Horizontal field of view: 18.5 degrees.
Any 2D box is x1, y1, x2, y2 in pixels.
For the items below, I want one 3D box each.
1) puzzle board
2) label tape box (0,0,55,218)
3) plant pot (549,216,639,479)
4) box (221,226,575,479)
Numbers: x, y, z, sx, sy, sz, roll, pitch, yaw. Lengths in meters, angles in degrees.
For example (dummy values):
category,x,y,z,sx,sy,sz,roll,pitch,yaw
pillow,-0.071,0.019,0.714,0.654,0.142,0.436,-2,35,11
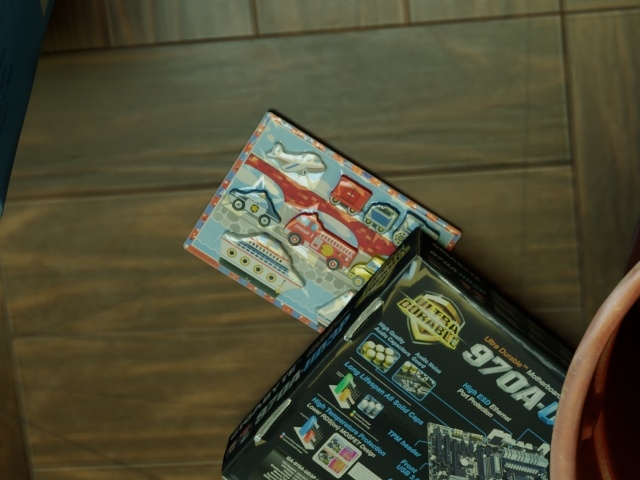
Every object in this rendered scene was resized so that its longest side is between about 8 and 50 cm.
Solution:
category,x,y,z,sx,sy,sz,roll,pitch,yaw
puzzle board,0.000,0.000,1.102,0.128,0.011,0.096,32,109,-2
label tape box,-0.311,-0.135,0.972,0.348,0.249,0.115,1,142,7
plant pot,0.251,0.060,0.952,0.272,0.265,0.272,2,107,8
box,0.082,0.127,1.104,0.220,0.051,0.175,38,109,-9
